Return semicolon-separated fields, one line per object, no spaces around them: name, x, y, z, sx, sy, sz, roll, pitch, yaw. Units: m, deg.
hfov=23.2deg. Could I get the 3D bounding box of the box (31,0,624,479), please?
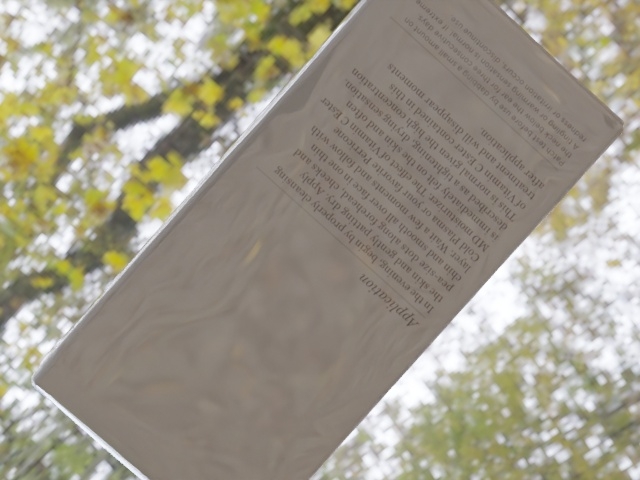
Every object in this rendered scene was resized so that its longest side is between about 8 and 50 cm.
box;0.000;0.000;1.002;0.168;0.345;0.215;42;-178;-5
